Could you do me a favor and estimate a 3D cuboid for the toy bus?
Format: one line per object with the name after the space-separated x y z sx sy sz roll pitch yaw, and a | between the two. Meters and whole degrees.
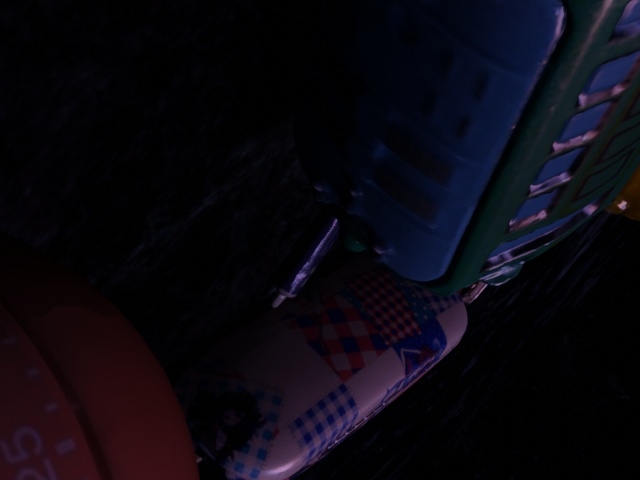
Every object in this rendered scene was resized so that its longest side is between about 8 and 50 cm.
0.101 -0.116 0.639 0.199 0.183 0.343 -35 160 -25 | toy bus

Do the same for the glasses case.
0.009 0.099 1.028 0.327 0.125 0.076 -31 159 -44 | glasses case

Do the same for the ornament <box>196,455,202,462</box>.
-0.035 0.167 1.166 0.245 0.061 0.230 -27 172 -43 | ornament

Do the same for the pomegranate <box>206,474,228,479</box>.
-0.110 0.323 1.268 0.138 0.125 0.163 -43 169 37 | pomegranate

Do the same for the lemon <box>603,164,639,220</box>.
0.330 -0.151 1.035 0.320 0.245 0.245 -51 165 -11 | lemon

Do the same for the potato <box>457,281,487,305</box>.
0.187 0.013 1.402 0.122 0.061 0.086 -51 164 7 | potato

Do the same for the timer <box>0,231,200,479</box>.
-0.160 0.101 0.400 0.229 0.229 0.215 -54 157 23 | timer

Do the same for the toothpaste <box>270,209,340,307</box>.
0.000 0.000 0.959 0.140 0.021 0.037 -54 162 18 | toothpaste
